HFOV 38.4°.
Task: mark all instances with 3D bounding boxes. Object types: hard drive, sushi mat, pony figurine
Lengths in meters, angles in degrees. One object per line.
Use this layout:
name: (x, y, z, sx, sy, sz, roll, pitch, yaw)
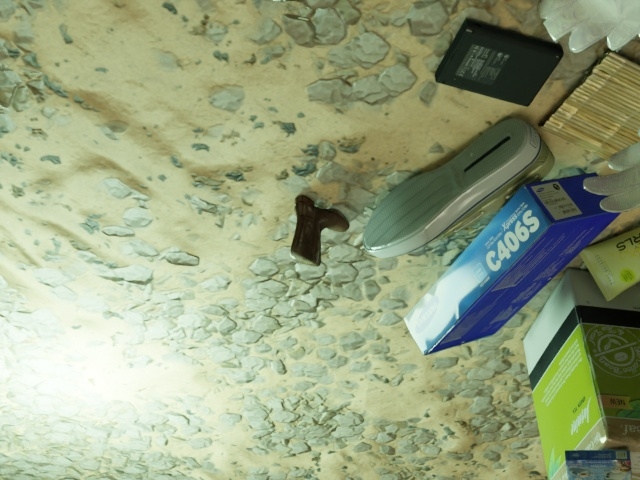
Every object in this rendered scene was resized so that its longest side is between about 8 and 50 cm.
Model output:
hard drive: (0.226, -0.223, 1.166, 0.135, 0.022, 0.094, 12, 138, -15)
sushi mat: (0.468, -0.136, 1.239, 0.316, 0.019, 0.151, 23, 135, -13)
pony figurine: (0.442, -0.224, 0.986, 0.363, 0.303, 0.351, -7, 160, -32)

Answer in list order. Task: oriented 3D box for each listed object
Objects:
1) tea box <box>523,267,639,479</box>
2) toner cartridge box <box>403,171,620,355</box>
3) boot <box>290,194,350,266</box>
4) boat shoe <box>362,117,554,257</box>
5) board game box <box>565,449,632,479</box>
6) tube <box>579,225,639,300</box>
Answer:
tea box: (0.540, 0.248, 1.498, 0.328, 0.324, 0.220, 6, 139, -9)
toner cartridge box: (0.282, 0.041, 1.390, 0.165, 0.075, 0.348, -9, 149, -36)
boot: (0.000, 0.000, 1.355, 0.106, 0.114, 0.037, 25, 134, -27)
boat shoe: (0.195, -0.054, 1.304, 0.302, 0.109, 0.094, -33, 132, 29)
board game box: (0.405, 0.335, 1.338, 0.090, 0.020, 0.090, -5, 137, 17)
tube: (0.520, 0.004, 1.404, 0.240, 0.070, 0.062, -32, 132, 31)
